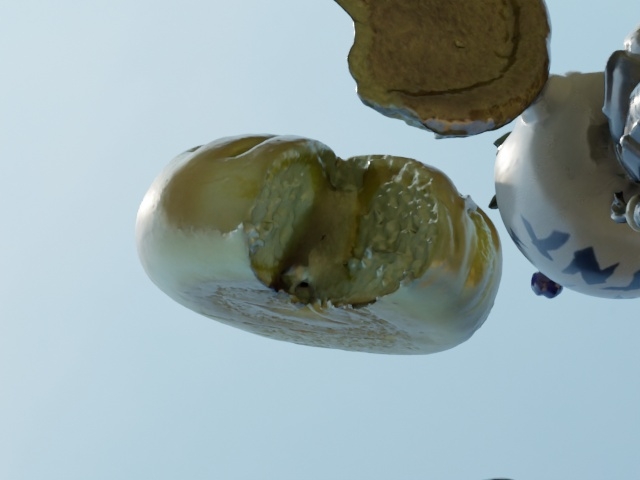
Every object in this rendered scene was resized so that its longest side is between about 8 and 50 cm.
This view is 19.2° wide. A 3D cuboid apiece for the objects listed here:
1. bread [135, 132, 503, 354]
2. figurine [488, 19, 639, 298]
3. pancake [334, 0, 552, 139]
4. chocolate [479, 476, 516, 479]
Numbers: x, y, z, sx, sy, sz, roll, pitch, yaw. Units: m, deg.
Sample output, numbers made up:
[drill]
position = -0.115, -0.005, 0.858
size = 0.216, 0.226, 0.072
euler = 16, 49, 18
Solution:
[bread]
position = 0.000, 0.000, 1.712
size = 0.333, 0.333, 0.160
euler = 11, -107, 6
[figurine]
position = 0.245, -0.074, 1.402
size = 0.261, 0.382, 0.186
euler = 41, -112, 2
[pancake]
position = 0.034, -0.196, 1.286
size = 0.286, 0.033, 0.288
euler = -3, -115, -35
[chocolate]
position = 0.183, 0.309, 1.364
size = 0.303, 0.213, 0.303
euler = 7, -175, -1
